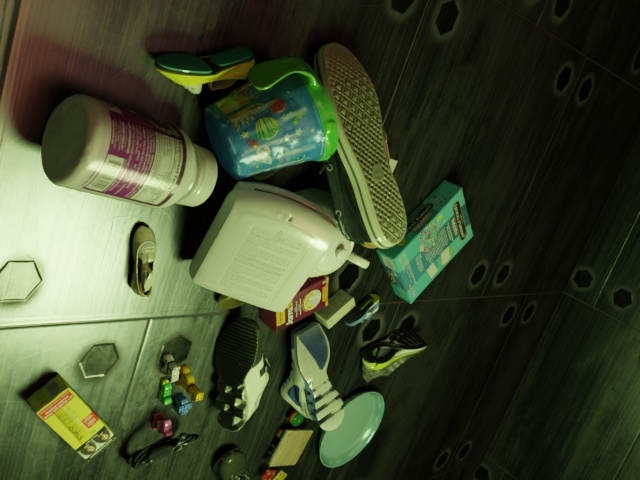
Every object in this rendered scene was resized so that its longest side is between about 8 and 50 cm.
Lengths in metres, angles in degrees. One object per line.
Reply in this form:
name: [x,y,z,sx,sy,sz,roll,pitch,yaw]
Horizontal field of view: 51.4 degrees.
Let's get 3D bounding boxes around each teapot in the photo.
teapot: [0.000,0.000,1.711,0.256,0.187,0.252,-29,134,-32]

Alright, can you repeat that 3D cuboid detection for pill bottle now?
pill bottle: [-0.346,-0.153,1.253,0.302,0.169,0.169,14,104,-51]

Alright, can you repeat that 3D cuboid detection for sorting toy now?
sorting toy: [-0.110,0.668,2.154,0.132,0.046,0.274,20,99,-51]

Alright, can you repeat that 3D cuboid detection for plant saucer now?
plant saucer: [0.105,0.669,2.388,0.318,0.044,0.317,-27,133,-33]

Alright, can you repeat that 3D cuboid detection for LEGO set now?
LEGO set: [-0.351,0.396,1.676,0.087,0.093,0.227,-10,121,-43]

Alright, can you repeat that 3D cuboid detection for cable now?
cable: [-0.408,0.536,1.710,0.185,0.047,0.150,-27,171,8]

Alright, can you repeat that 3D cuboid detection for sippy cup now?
sippy cup: [-0.116,-0.244,1.410,0.224,0.240,0.305,-27,124,-19]

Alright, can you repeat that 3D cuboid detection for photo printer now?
photo printer: [-0.126,0.010,1.489,0.256,0.107,0.307,21,130,-17]

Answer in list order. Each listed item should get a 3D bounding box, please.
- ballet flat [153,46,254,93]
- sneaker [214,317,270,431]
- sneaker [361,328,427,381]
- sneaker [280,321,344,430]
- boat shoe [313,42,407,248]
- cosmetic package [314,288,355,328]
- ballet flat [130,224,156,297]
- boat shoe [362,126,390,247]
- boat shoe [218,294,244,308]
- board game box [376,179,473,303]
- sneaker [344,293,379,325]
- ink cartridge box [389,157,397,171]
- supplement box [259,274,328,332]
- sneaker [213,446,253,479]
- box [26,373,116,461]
ballet flat: [-0.230,-0.335,1.336,0.231,0.077,0.077,-22,146,-39]
sneaker: [-0.202,0.340,1.800,0.146,0.122,0.330,-28,135,-57]
sneaker: [0.251,0.403,2.332,0.300,0.111,0.121,-13,134,-35]
sneaker: [-0.055,0.407,1.980,0.127,0.182,0.315,-19,98,-41]
boat shoe: [0.064,-0.215,1.589,0.187,0.156,0.500,-27,104,-45]
cosmetic package: [0.044,0.205,1.997,0.115,0.060,0.041,-38,139,-21]
ballet flat: [-0.378,0.048,1.446,0.057,0.052,0.168,-14,124,-41]
boat shoe: [0.127,-0.138,1.743,0.122,0.110,0.341,-4,104,1]
boat shoe: [-0.199,0.125,1.703,0.153,0.048,0.056,-28,146,-23]
board game box: [0.349,0.006,2.172,0.336,0.079,0.253,-45,140,-16]
sneaker: [0.136,0.233,2.120,0.144,0.053,0.059,-35,138,-25]
ink cartridge box: [0.142,-0.177,1.846,0.099,0.056,0.135,9,108,-48]
supplement box: [-0.073,0.158,1.823,0.188,0.081,0.104,-26,132,-34]
sneaker: [-0.235,0.735,2.000,0.109,0.130,0.286,-33,134,-25]
box: [-0.553,0.400,1.491,0.087,0.058,0.232,-39,138,-21]
